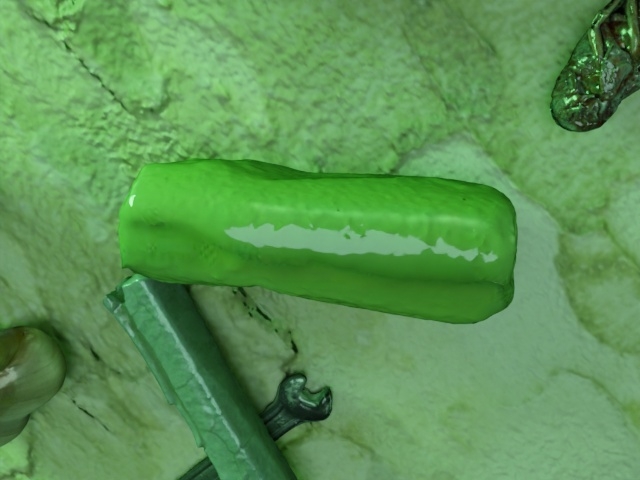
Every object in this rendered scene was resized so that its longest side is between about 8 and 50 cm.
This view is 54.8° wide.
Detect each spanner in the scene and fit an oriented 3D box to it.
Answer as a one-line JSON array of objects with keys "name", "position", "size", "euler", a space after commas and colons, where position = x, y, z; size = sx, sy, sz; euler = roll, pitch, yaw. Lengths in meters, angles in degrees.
[{"name": "spanner", "position": [-0.108, 0.248, 0.693], "size": [0.302, 0.017, 0.071], "euler": [-43, 94, 15]}]

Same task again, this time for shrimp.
[{"name": "shrimp", "position": [0.267, -0.172, 0.515], "size": [0.190, 0.075, 0.073], "euler": [-48, 65, 5]}]

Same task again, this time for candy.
[{"name": "candy", "position": [0.000, 0.000, 0.550], "size": [0.343, 0.142, 0.132], "euler": [6, 119, 4]}]

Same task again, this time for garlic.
[{"name": "garlic", "position": [-0.350, 0.157, 0.650], "size": [0.174, 0.099, 0.124], "euler": [-34, 115, 13]}]

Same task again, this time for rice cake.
[{"name": "rice cake", "position": [-0.104, 0.178, 0.634], "size": [0.063, 0.066, 0.336], "euler": [-28, 96, 23]}]
